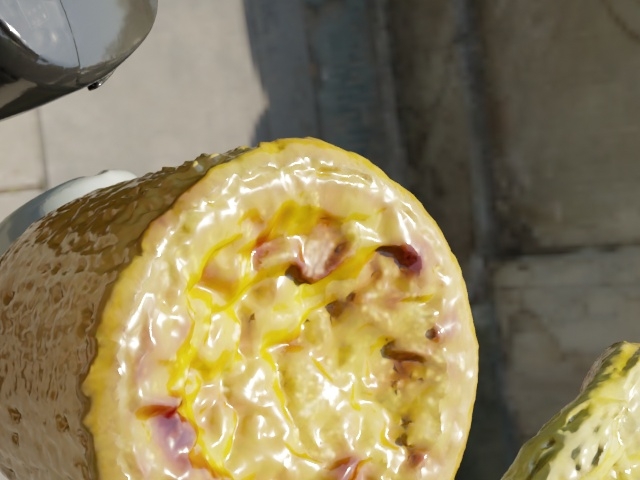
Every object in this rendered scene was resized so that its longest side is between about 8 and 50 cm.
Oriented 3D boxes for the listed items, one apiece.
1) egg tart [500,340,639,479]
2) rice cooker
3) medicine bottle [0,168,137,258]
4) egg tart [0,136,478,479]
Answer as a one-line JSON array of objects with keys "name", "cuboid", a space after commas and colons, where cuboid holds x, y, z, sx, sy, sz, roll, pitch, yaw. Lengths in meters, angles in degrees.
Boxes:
[{"name": "egg tart", "cuboid": [0.182, 0.218, 1.354, 0.319, 0.128, 0.319, -51, 168, -16]}, {"name": "rice cooker", "cuboid": [-0.159, -0.131, 0.930, 0.142, 0.118, 0.203, 61, 20, -9]}, {"name": "medicine bottle", "cuboid": [-0.083, 0.130, 1.139, 0.110, 0.110, 0.352, -16, 73, -49]}, {"name": "egg tart", "cuboid": [-0.050, 0.059, 0.782, 0.202, 0.147, 0.203, 0, 90, -40]}]
